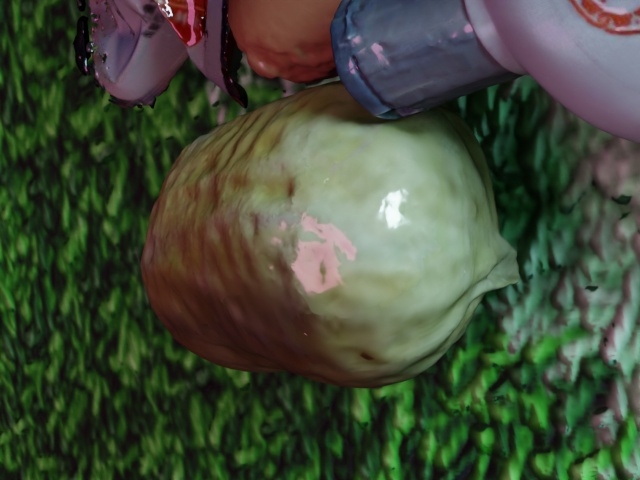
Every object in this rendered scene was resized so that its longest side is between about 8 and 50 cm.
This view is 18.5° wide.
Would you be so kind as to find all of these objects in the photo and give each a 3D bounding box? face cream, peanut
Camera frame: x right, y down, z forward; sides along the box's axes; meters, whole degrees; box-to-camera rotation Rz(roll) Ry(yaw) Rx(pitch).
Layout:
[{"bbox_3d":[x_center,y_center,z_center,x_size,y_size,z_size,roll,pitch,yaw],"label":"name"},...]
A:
[{"bbox_3d":[0.120,-0.102,0.645,0.291,0.071,0.144,-14,106,44],"label":"face cream"},{"bbox_3d":[0.000,0.000,0.836,0.224,0.129,0.129,0,105,62],"label":"peanut"}]

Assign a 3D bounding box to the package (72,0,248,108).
[{"bbox_3d":[-0.073,-0.194,0.898,0.194,0.071,0.269,2,94,49],"label":"package"}]

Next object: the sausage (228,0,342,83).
[{"bbox_3d":[0.045,-0.158,0.739,0.086,0.086,0.289,59,141,15],"label":"sausage"}]
